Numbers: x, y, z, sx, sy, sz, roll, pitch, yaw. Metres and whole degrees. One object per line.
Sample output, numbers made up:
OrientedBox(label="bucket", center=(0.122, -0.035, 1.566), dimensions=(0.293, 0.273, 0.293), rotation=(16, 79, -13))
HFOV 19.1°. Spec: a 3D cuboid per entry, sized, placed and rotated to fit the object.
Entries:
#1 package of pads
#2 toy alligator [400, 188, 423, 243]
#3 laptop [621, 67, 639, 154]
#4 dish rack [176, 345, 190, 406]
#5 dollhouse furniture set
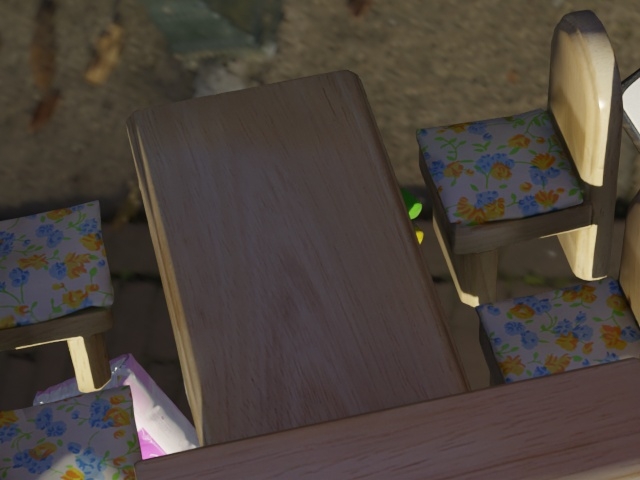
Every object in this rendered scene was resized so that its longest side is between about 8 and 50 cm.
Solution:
OrientedBox(label="package of pads", center=(-0.080, 0.089, 0.813), dimensions=(0.050, 0.083, 0.032), rotation=(-22, 34, 24))
OrientedBox(label="toy alligator", center=(0.000, 0.000, 0.951), dimensions=(0.056, 0.190, 0.051), rotation=(42, 109, 16))
OrientedBox(label="laptop", center=(0.448, -0.035, 1.019), dimensions=(0.408, 0.382, 0.236), rotation=(-37, 17, -3))
OrientedBox(label="dish rack", center=(-0.034, 0.024, 1.421), dimensions=(0.074, 0.271, 0.208), rotation=(-12, 84, 18))
OrientedBox(label="dollhouse furniture set", center=(0.001, 0.029, 0.498), dimensions=(0.212, 0.161, 0.242), rotation=(-12, 49, -6))
